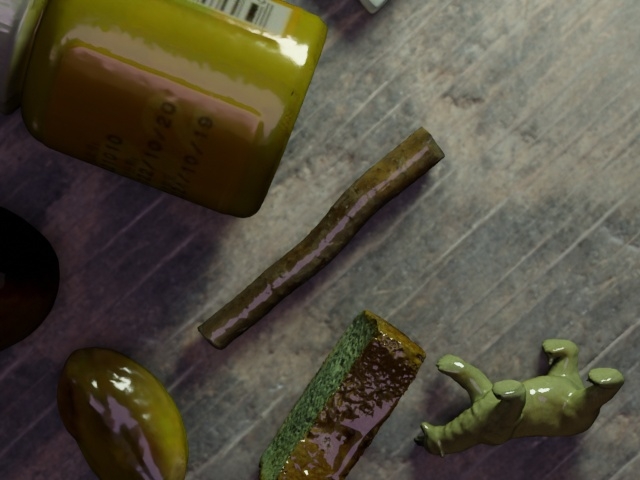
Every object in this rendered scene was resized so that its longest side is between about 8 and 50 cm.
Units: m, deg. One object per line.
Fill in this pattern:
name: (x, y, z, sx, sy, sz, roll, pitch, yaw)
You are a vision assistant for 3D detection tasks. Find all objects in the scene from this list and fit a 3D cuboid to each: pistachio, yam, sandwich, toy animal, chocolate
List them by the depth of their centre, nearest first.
chocolate: (-0.361, 0.046, 1.458, 0.176, 0.177, 0.177, 0, 93, -3)
sandwich: (0.019, 0.177, 1.463, 0.065, 0.186, 0.215, 34, 93, -7)
pistachio: (-0.204, 0.195, 1.496, 0.110, 0.100, 0.189, -33, 85, -24)
yam: (0.000, 0.000, 1.523, 0.327, 0.045, 0.045, -41, 55, 0)
toy animal: (0.211, 0.180, 1.530, 0.218, 0.103, 0.101, -8, 117, -7)

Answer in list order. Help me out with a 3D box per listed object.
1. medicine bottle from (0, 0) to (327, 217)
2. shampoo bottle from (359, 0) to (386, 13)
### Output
medicine bottle: (-0.205, -0.185, 1.412, 0.384, 0.224, 0.224, 21, 91, -5)
shampoo bottle: (0.046, -0.300, 1.512, 0.099, 0.043, 0.072, 43, 89, -4)
